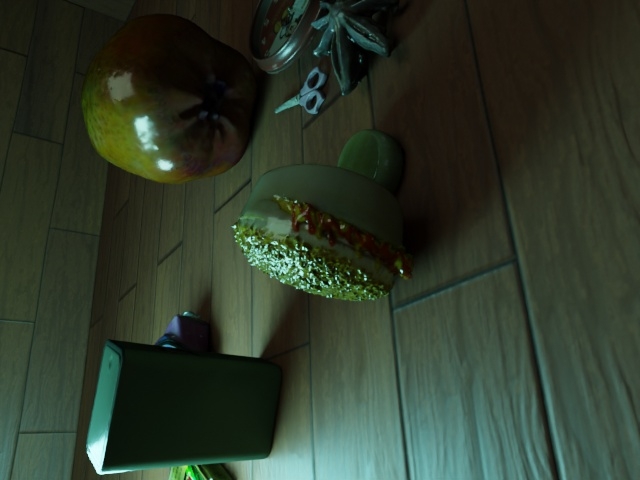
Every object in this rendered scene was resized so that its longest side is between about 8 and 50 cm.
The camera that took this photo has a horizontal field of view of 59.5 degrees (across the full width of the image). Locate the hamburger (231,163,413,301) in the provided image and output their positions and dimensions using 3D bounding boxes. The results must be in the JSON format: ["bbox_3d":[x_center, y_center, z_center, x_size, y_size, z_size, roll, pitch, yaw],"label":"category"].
[{"bbox_3d":[0.000,0.000,0.901,0.294,0.276,0.179,-11,59,61],"label":"hamburger"}]

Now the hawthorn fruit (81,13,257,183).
[{"bbox_3d":[-0.409,-0.372,1.506,0.472,0.471,0.472,-26,58,51],"label":"hawthorn fruit"}]

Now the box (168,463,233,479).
[{"bbox_3d":[-0.292,0.591,1.338,0.240,0.071,0.159,12,87,58],"label":"box"}]

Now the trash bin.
[{"bbox_3d":[-0.270,0.331,1.139,0.158,0.343,0.223,1,81,56],"label":"trash bin"}]

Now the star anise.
[{"bbox_3d":[0.075,-0.418,1.092,0.198,0.110,0.258,-16,73,38],"label":"star anise"}]

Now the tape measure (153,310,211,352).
[{"bbox_3d":[-0.374,0.349,1.492,0.245,0.149,0.231,-49,38,26],"label":"tape measure"}]

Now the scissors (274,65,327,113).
[{"bbox_3d":[-0.051,-0.335,1.330,0.212,0.021,0.110,-9,75,56],"label":"scissors"}]

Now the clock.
[{"bbox_3d":[-0.069,-0.565,1.388,0.318,0.080,0.318,-26,55,45],"label":"clock"}]

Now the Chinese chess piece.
[{"bbox_3d":[0.087,-0.128,1.010,0.144,0.058,0.144,-27,58,53],"label":"Chinese chess piece"}]
